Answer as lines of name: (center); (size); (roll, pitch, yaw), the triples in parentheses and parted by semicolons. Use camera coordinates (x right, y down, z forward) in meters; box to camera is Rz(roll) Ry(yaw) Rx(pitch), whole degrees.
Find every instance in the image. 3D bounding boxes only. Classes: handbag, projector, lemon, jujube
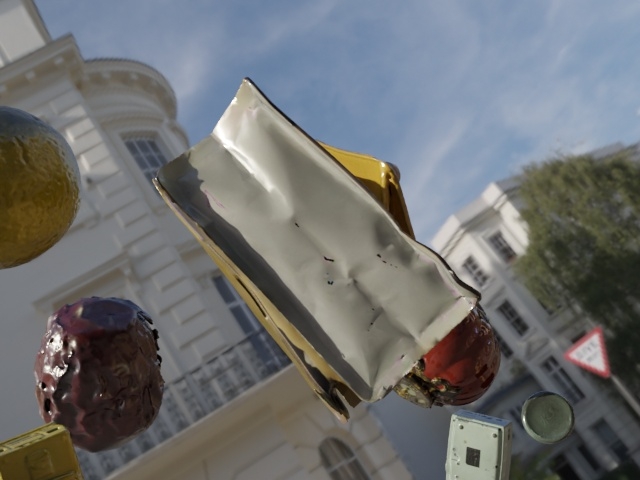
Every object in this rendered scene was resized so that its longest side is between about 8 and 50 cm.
handbag: (0.014, -0.020, 1.216); (0.133, 0.401, 0.283); (-29, -65, -18)
projector: (0.308, 0.417, 1.550); (0.061, 0.115, 0.147); (-4, -80, -55)
lemon: (-0.488, -0.078, 1.189); (0.267, 0.267, 0.267); (-30, -24, -15)
jujube: (-0.447, 0.271, 1.613); (0.258, 0.258, 0.377); (-21, -45, -32)

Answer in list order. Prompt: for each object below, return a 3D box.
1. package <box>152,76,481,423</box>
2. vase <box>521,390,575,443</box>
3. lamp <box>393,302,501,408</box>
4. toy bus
package: (-0.023, 0.021, 0.812); (0.165, 0.311, 0.221); (-43, -5, -12)
vase: (0.400, 0.322, 1.409); (0.086, 0.086, 0.214); (-36, -22, 0)
lamp: (0.204, 0.179, 1.369); (0.227, 0.227, 0.227); (-30, -24, -15)
toy bus: (-0.337, 0.414, 1.030); (0.121, 0.336, 0.123); (-18, -1, -36)
